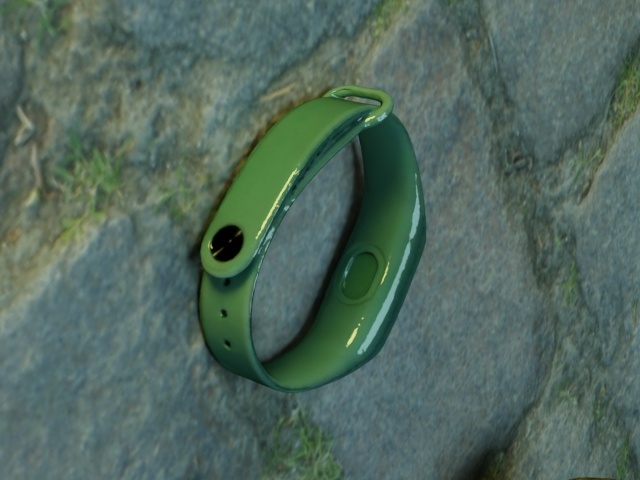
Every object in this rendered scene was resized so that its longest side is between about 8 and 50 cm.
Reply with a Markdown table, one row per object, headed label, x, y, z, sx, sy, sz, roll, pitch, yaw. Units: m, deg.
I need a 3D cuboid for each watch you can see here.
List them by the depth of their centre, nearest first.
| label | x | y | z | sx | sy | sz | roll | pitch | yaw |
| --- | --- | --- | --- | --- | --- | --- | --- | --- | --- |
| watch | 0.000 | 0.000 | 0.921 | 0.195 | 0.068 | 0.237 | 37 | 75 | -49 |

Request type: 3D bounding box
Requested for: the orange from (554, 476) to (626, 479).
| label | x | y | z | sx | sy | sz | roll | pitch | yaw |
| --- | --- | --- | --- | --- | --- | --- | --- | --- | --- |
| orange | 0.240 | 0.395 | 1.236 | 0.271 | 0.210 | 0.369 | -46 | 136 | -32 |
